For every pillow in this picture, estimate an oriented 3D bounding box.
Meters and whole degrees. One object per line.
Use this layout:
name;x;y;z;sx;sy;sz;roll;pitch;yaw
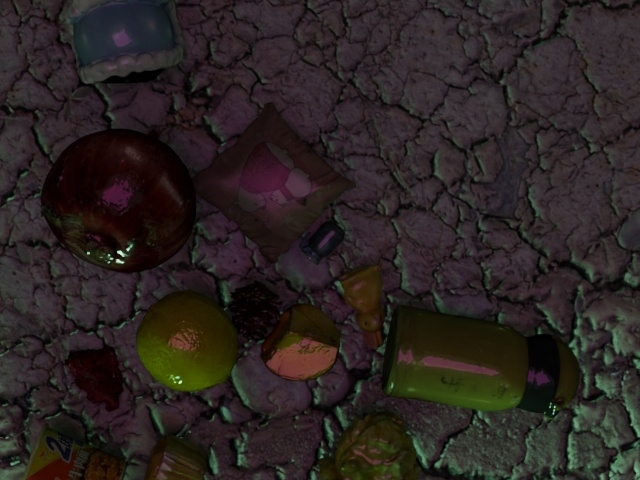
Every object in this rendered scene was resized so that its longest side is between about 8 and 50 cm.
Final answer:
pillow;-0.090;-0.105;1.673;0.236;0.084;0.223;42;92;-4

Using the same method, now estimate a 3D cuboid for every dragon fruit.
dragon fruit;-0.433;0.271;1.717;0.097;0.063;0.131;-13;94;2

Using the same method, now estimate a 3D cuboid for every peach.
peach;-0.035;0.202;1.680;0.151;0.118;0.151;12;51;-16

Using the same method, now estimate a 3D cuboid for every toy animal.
toy animal;0.095;0.130;1.699;0.083;0.070;0.159;-17;99;0
toy animal;-0.360;-0.382;1.623;0.208;0.156;0.204;-10;98;-2

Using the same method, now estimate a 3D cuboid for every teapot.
teapot;0.003;0.003;1.690;0.049;0.063;0.083;43;94;17

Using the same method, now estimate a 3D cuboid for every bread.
bread;-0.298;0.514;1.690;0.119;0.152;0.288;17;95;-6

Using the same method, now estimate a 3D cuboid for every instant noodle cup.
instant noodle cup;-0.466;0.466;1.672;0.174;0.213;0.213;20;94;-9

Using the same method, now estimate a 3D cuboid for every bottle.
bottle;0.297;0.229;1.654;0.351;0.171;0.171;10;94;-2

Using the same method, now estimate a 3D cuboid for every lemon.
lemon;-0.241;0.189;1.653;0.178;0.178;0.203;-41;105;3

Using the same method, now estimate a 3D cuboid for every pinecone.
pinecone;-0.123;0.131;1.691;0.102;0.102;0.109;1;118;1

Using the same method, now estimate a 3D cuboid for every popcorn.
popcorn;0.083;0.412;1.670;0.195;0.173;0.168;-22;126;2

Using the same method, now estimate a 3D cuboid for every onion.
onion;-0.358;-0.065;1.599;0.276;0.276;0.276;0;94;1
